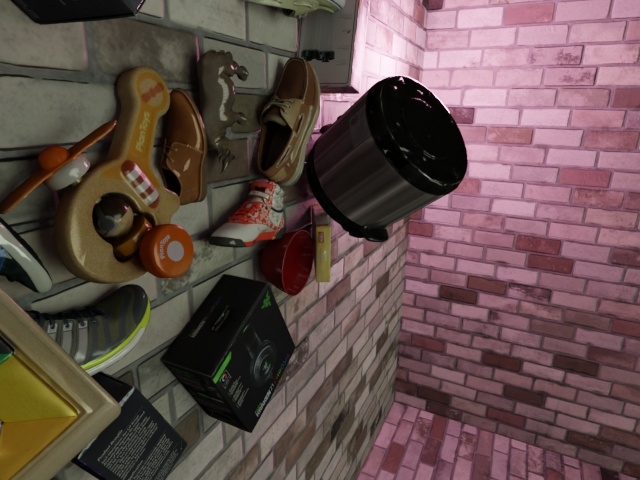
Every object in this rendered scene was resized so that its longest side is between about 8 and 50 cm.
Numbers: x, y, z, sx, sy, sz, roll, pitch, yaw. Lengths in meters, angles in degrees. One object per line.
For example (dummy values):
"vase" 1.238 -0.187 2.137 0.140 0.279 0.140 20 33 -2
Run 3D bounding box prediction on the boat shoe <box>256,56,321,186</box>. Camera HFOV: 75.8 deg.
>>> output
"boat shoe" -0.083 -0.298 1.012 0.116 0.123 0.324 10 88 -64

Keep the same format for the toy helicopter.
"toy helicopter" -0.308 -0.113 0.621 0.235 0.140 0.354 28 62 -55

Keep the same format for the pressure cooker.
"pressure cooker" 0.165 -0.229 1.231 0.375 0.420 0.369 43 49 -13

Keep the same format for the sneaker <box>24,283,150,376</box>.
"sneaker" -0.365 0.138 0.571 0.300 0.111 0.121 -47 136 -54

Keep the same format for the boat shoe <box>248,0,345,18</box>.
"boat shoe" -0.064 -0.568 0.950 0.302 0.109 0.094 -10 127 -43

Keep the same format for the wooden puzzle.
"wooden puzzle" -0.384 0.197 0.445 0.221 0.044 0.238 -44 112 -27

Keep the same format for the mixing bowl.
"mixing bowl" -0.100 0.055 1.119 0.181 0.098 0.181 9 90 -67

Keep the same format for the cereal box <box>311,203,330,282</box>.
"cereal box" 0.000 0.000 1.255 0.240 0.048 0.172 -99 -172 -70

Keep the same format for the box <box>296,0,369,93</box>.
"box" 0.031 -0.552 1.109 0.087 0.169 0.289 -11 107 -67

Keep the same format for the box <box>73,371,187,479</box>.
"box" -0.332 0.301 0.643 0.108 0.153 0.207 -58 146 -39

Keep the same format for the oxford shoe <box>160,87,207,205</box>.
"oxford shoe" -0.255 -0.163 0.742 0.076 0.076 0.212 -30 127 -52

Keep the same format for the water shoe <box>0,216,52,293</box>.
"water shoe" -0.412 0.003 0.484 0.080 0.073 0.203 -41 135 -23

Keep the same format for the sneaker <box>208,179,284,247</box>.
"sneaker" -0.165 -0.067 0.953 0.270 0.090 0.144 -17 113 -67

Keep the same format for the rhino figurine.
"rhino figurine" -0.201 -0.255 0.822 0.106 0.073 0.243 -31 128 -64

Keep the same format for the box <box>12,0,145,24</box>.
"box" -0.316 -0.333 0.408 0.232 0.184 0.059 49 54 -61

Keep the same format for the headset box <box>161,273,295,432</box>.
"headset box" -0.194 0.252 0.950 0.283 0.131 0.246 76 33 -41
